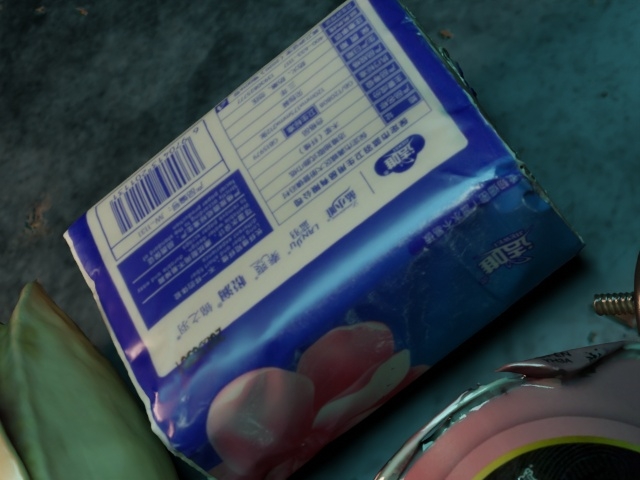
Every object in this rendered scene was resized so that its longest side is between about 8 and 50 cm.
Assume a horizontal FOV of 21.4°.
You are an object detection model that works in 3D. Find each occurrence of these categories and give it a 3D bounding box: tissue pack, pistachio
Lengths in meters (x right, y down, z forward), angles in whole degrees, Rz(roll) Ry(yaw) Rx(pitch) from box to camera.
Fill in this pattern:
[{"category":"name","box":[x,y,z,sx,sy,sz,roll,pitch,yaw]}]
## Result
[{"category":"tissue pack","box":[0.000,0.000,1.054,0.269,0.137,0.209,-39,52,8]},{"category":"pistachio","box":[-0.181,0.154,1.028,0.187,0.187,0.299,-31,56,9]}]

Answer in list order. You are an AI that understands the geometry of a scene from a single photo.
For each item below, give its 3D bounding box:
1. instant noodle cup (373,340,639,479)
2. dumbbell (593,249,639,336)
[{"category":"instant noodle cup","box":[0.158,0.208,0.756,0.244,0.244,0.255,-39,42,3]},{"category":"dumbbell","box":[0.249,0.030,0.920,0.208,0.099,0.099,-4,62,28]}]
